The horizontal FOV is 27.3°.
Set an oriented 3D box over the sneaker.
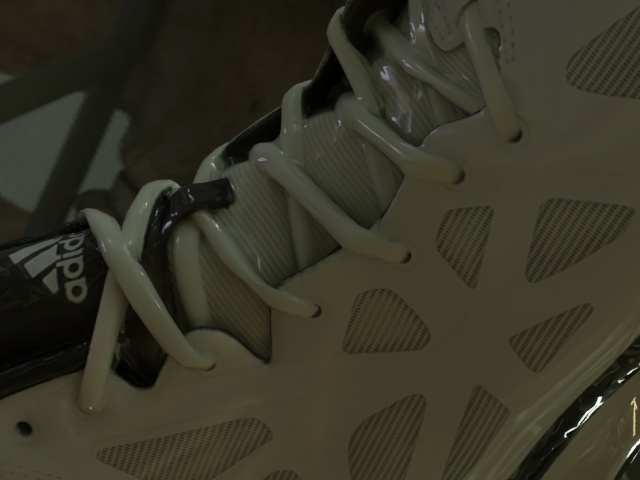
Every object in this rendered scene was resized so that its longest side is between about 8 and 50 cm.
[{"bbox_3d":[0.000,0.001,0.454,0.258,0.169,0.447,3,-50,-15],"label":"sneaker"}]
